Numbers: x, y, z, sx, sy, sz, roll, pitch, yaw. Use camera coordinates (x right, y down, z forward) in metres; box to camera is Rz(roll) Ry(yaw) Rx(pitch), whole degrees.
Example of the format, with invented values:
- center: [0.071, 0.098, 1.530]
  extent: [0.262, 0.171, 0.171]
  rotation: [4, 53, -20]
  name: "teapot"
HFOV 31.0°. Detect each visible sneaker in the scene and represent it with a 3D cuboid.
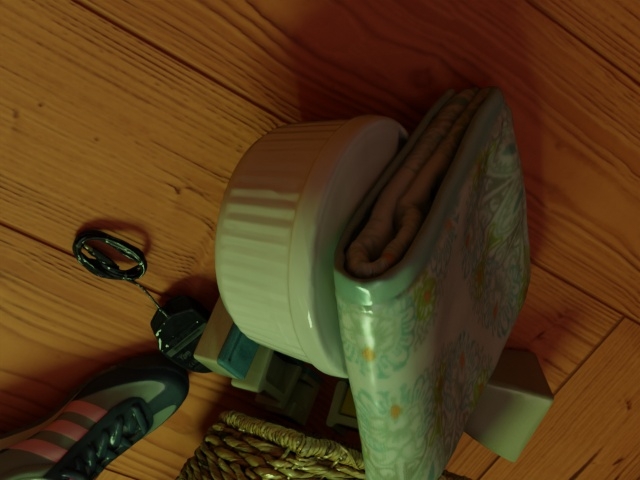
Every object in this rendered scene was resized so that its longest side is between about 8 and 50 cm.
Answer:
- center: [-0.275, 0.251, 1.310]
  extent: [0.319, 0.131, 0.112]
  rotation: [-32, 130, -11]
  name: "sneaker"

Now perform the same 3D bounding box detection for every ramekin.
- center: [0.000, 0.000, 1.190]
  extent: [0.127, 0.273, 0.273]
  rotation: [9, 130, 27]
  name: "ramekin"

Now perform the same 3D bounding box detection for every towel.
- center: [0.131, 0.050, 1.224]
  extent: [0.090, 0.374, 0.320]
  rotation: [8, 130, 27]
  name: "towel"

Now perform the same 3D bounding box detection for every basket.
- center: [0.008, 0.282, 1.389]
  extent: [0.299, 0.213, 0.223]
  rotation: [20, 114, -30]
  name: "basket"

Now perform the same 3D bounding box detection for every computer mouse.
- center: [-0.185, 0.066, 1.302]
  extent: [0.071, 0.041, 0.242]
  rotation: [-35, 119, 12]
  name: "computer mouse"

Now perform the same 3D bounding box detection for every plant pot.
- center: [0.220, 0.200, 1.480]
  extent: [0.096, 0.109, 0.109]
  rotation: [20, 114, -15]
  name: "plant pot"

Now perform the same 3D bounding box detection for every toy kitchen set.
- center: [-0.007, 0.133, 1.319]
  extent: [0.207, 0.166, 0.122]
  rotation: [46, 60, -51]
  name: "toy kitchen set"
